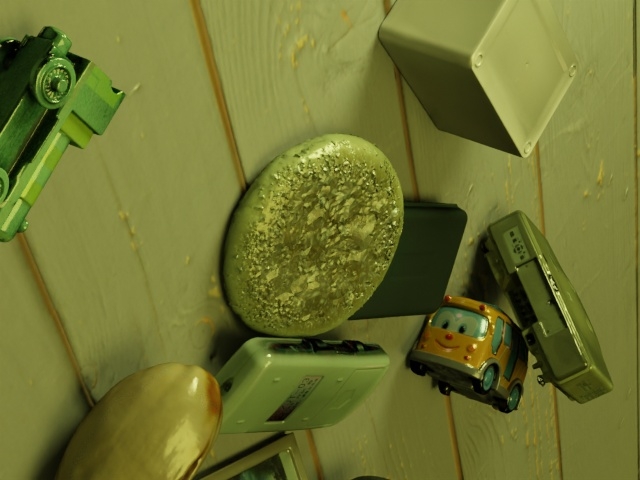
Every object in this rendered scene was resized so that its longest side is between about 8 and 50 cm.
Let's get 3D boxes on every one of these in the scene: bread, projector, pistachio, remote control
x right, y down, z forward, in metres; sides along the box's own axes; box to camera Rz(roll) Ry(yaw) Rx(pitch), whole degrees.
[{"bbox_3d":[0.000,0.000,1.637,0.267,0.040,0.267,-20,124,-33],"label":"bread"},{"bbox_3d":[0.333,0.104,2.039,0.088,0.269,0.193,-28,152,14],"label":"projector"},{"bbox_3d":[-0.189,0.220,1.463,0.215,0.144,0.144,-53,146,-6],"label":"pistachio"},{"bbox_3d":[-0.027,0.176,1.712,0.140,0.056,0.296,-49,152,21],"label":"remote control"}]

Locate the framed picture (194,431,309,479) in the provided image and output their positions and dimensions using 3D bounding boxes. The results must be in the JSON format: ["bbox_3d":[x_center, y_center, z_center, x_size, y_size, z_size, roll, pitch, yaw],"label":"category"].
[{"bbox_3d":[-0.066,0.423,1.728,0.232,0.024,0.315,-21,95,-48],"label":"framed picture"}]

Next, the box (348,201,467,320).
[{"bbox_3d":[0.104,0.024,1.832,0.230,0.050,0.160,0,111,-54],"label":"box"}]

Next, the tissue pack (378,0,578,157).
[{"bbox_3d":[0.203,-0.235,1.731,0.159,0.136,0.246,-58,147,-11],"label":"tissue pack"}]

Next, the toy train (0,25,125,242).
[{"bbox_3d":[-0.263,-0.085,1.221,0.200,0.083,0.132,-59,150,-9],"label":"toy train"}]

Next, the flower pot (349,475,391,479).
[{"bbox_3d":[0.060,0.418,1.904,0.148,0.235,0.235,-49,149,-60],"label":"flower pot"}]

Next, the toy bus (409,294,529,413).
[{"bbox_3d":[0.226,0.161,2.028,0.209,0.126,0.136,38,70,-56],"label":"toy bus"}]
